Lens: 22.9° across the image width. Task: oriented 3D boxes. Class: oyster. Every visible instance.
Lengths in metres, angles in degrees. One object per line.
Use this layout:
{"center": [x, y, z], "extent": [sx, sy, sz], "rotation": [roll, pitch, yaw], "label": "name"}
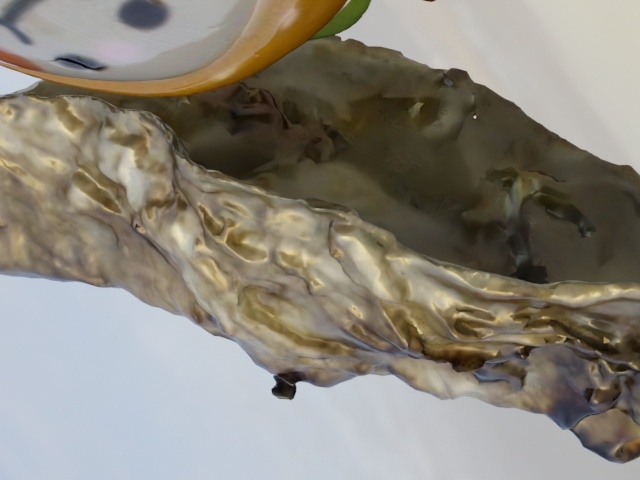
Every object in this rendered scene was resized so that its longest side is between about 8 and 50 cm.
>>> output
{"center": [-0.004, -0.012, 0.637], "extent": [0.396, 0.111, 0.204], "rotation": [14, -154, 15], "label": "oyster"}

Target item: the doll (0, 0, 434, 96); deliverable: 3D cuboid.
{"center": [-0.037, -0.139, 0.531], "extent": [0.236, 0.213, 0.213], "rotation": [24, -149, -34], "label": "doll"}
